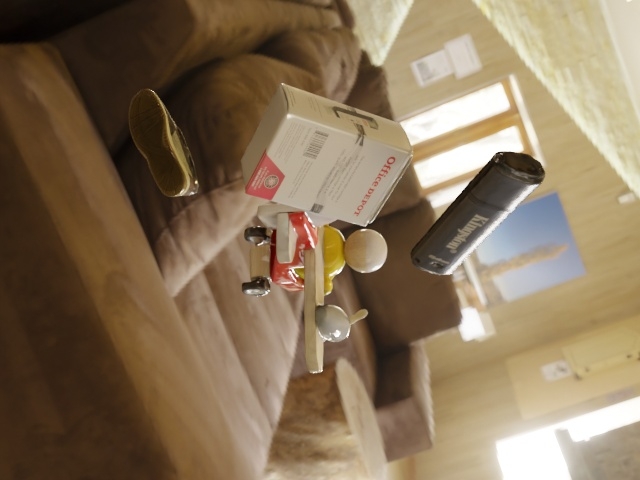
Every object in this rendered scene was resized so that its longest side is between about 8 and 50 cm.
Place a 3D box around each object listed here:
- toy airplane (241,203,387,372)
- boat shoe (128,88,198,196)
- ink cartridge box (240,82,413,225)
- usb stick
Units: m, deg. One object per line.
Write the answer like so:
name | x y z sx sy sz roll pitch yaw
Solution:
toy airplane | 0.000 0.000 1.637 0.384 0.272 0.386 -104 -159 -65
boat shoe | -0.200 -0.121 1.093 0.049 0.056 0.152 15 52 -66
ink cartridge box | 0.009 -0.127 1.313 0.218 0.158 0.092 16 35 -24
usb stick | 0.205 -0.030 1.155 0.278 0.077 0.045 124 -26 -56
